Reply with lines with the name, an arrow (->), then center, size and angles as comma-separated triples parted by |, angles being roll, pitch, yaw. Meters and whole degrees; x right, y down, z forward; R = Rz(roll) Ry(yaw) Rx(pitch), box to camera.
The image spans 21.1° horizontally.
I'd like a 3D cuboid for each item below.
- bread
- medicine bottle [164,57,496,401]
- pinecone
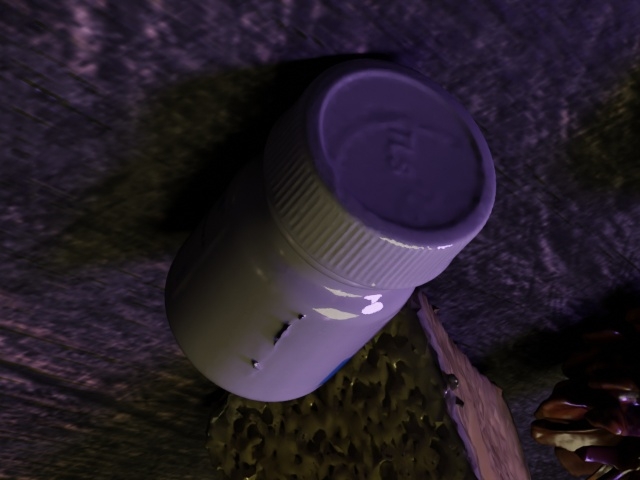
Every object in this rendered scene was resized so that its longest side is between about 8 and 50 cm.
bread -> 0.113, 0.169, 1.160 | 0.315, 0.248, 0.279 | -10, 158, -38
medicine bottle -> 0.000, 0.000, 0.821 | 0.105, 0.105, 0.168 | -8, 155, -33
pinecone -> 0.274, 0.143, 1.313 | 0.229, 0.202, 0.201 | -42, -177, 45
